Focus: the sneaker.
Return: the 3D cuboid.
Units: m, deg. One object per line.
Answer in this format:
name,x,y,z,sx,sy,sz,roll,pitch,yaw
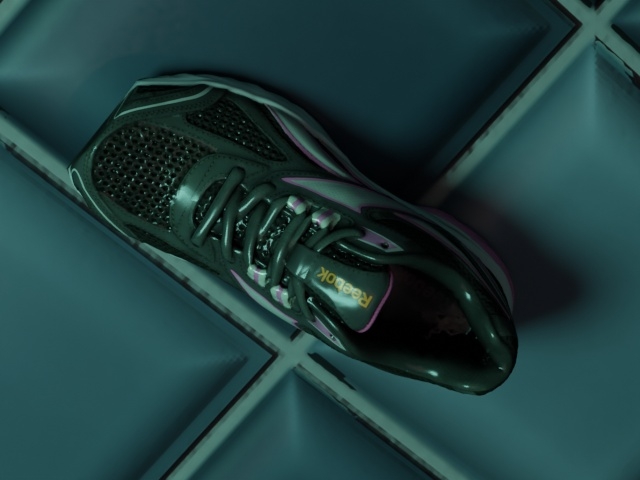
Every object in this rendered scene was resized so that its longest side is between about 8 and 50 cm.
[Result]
sneaker,0.000,0.000,0.698,0.178,0.077,0.072,22,104,-16
